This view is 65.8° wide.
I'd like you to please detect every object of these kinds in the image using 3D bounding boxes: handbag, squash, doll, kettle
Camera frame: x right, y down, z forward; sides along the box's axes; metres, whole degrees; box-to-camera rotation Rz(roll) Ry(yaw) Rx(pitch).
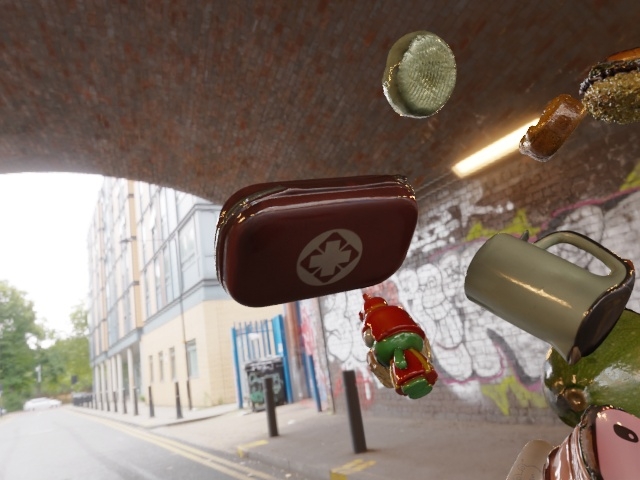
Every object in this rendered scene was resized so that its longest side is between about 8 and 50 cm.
[{"bbox_3d":[0.358,0.296,0.569,0.180,0.205,0.116,23,-57,4],"label":"handbag"},{"bbox_3d":[0.639,0.339,1.152,0.309,0.310,0.310,-15,-9,-29],"label":"squash"},{"bbox_3d":[0.209,0.277,1.423,0.160,0.363,0.183,-42,-46,7],"label":"doll"},{"bbox_3d":[0.448,0.082,0.963,0.255,0.240,0.165,33,-9,49],"label":"kettle"}]

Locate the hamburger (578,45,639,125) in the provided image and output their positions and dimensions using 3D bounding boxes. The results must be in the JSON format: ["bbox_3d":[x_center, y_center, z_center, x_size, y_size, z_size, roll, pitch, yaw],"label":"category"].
[{"bbox_3d":[0.768,-0.371,1.206,0.244,0.138,0.262,0,-10,26],"label":"hamburger"}]

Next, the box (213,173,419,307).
[{"bbox_3d":[0.000,0.000,0.939,0.405,0.108,0.263,-9,-50,-23],"label":"box"}]

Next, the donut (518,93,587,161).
[{"bbox_3d":[0.720,-0.348,1.539,0.226,0.114,0.226,-46,-15,-16],"label":"donut"}]

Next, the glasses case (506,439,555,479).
[{"bbox_3d":[0.540,0.625,1.285,0.233,0.059,0.092,-47,22,-26],"label":"glasses case"}]

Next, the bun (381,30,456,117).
[{"bbox_3d":[0.225,-0.392,1.175,0.196,0.195,0.118,-2,16,-27],"label":"bun"}]

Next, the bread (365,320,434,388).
[{"bbox_3d":[0.282,0.394,1.745,0.236,0.183,0.388,-33,-16,1],"label":"bread"}]
